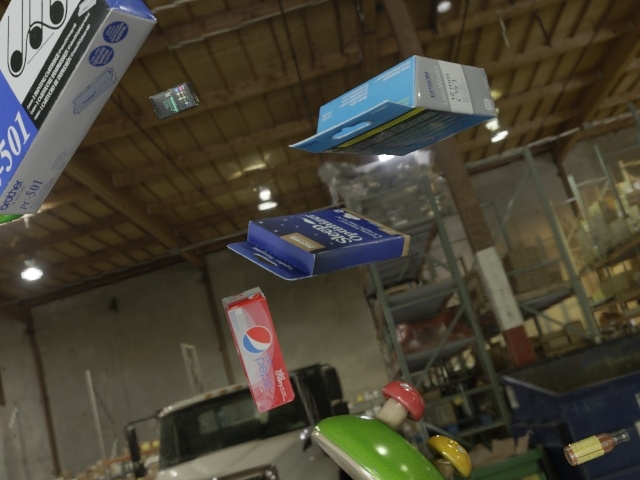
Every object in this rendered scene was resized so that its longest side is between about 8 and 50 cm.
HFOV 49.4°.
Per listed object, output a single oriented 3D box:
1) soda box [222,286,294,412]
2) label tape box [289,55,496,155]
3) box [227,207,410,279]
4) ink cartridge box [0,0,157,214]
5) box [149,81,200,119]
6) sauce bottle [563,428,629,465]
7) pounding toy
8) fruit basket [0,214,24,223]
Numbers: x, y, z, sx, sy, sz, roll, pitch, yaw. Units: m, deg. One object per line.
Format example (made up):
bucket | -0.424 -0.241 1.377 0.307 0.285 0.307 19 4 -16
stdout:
soda box | -0.137 0.244 1.552 0.092 0.263 0.083 -19 19 -12
label tape box | 0.135 -0.253 1.338 0.347 0.115 0.249 -3 -12 -45
box | 0.000 0.000 0.958 0.225 0.037 0.136 -12 27 -42
ink cartridge box | -0.216 -0.123 0.542 0.207 0.097 0.046 -48 -23 27
box | -0.296 -0.285 1.423 0.083 0.052 0.062 -22 12 3
sauce bottle | 0.556 0.413 1.399 0.128 0.042 0.042 -18 -14 -2
pounding toy | 0.106 0.228 0.711 0.110 0.183 0.237 -47 29 -16
fruit basket | -0.577 -0.082 0.901 0.392 0.392 0.283 -6 6 -34
